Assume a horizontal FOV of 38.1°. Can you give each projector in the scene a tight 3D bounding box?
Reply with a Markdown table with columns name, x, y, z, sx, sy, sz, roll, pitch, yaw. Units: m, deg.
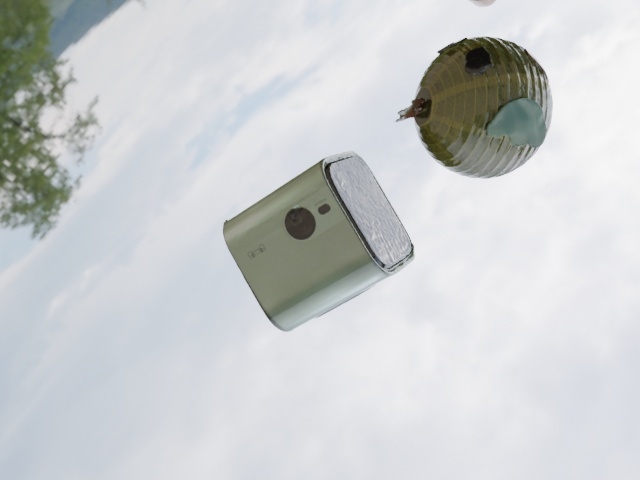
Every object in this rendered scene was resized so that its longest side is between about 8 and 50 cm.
| name | x | y | z | sx | sy | sz | roll | pitch | yaw |
| --- | --- | --- | --- | --- | --- | --- | --- | --- | --- |
| projector | 0.000 | 0.000 | 1.771 | 0.249 | 0.248 | 0.248 | -31 | 178 | 24 |

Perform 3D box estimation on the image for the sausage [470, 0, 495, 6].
| name | x | y | z | sx | sy | sz | roll | pitch | yaw |
| --- | --- | --- | --- | --- | --- | --- | --- | --- | --- |
| sausage | 0.352 | -0.554 | 2.060 | 0.062 | 0.054 | 0.183 | -40 | 167 | 24 |

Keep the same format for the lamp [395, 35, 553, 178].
| name | x | y | z | sx | sy | sz | roll | pitch | yaw |
| --- | --- | --- | --- | --- | --- | --- | --- | --- | --- |
| lamp | 0.256 | -0.229 | 1.601 | 0.250 | 0.284 | 0.250 | 177 | -90 | -69 |
